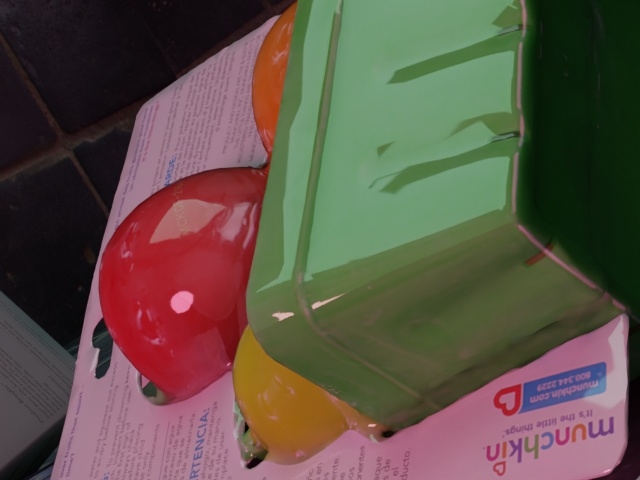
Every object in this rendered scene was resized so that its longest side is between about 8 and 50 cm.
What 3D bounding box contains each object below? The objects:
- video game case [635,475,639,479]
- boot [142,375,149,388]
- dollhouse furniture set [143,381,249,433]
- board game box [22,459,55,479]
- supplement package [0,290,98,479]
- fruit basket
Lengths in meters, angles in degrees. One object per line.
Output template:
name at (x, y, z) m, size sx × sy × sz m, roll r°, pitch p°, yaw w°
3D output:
video game case at (0.130, 0.080, 0.329) m, size 0.201 × 0.023 × 0.183 m, roll -36°, pitch 7°, yaw -37°
boot at (-0.044, 0.075, 1.082) m, size 0.258 × 0.095 × 0.123 m, roll -23°, pitch -2°, yaw -7°
dollhouse furniture set at (0.036, 0.063, 0.801) m, size 0.301 × 0.151 × 0.197 m, roll -48°, pitch -15°, yaw -1°
board game box at (-0.176, 0.185, 0.921) m, size 0.141 × 0.048 × 0.170 m, roll -30°, pitch 4°, yaw -10°
supplement package at (-0.347, 0.171, 1.088) m, size 0.175 × 0.177 × 0.293 m, roll -49°, pitch -3°, yaw 23°
fruit basket at (0.000, 0.000, 0.631) m, size 0.353 × 0.165 × 0.327 m, roll -31°, pitch 41°, yaw 42°
